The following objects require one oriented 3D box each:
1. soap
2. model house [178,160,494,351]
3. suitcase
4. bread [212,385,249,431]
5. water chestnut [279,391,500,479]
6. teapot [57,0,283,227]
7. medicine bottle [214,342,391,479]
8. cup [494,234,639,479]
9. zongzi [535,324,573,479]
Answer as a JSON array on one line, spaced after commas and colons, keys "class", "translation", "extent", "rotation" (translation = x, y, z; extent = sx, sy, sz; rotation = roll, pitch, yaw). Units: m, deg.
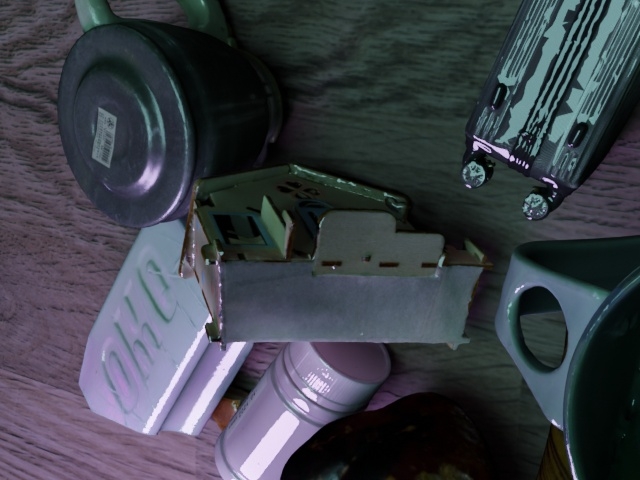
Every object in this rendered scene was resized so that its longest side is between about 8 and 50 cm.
[{"class": "soap", "translation": [-0.202, 0.122, 1.388], "extent": [0.208, 0.115, 0.347], "rotation": [55, 127, 34]}, {"class": "model house", "translation": [0.000, 0.000, 1.172], "extent": [0.244, 0.326, 0.169], "rotation": [-127, 43, -60]}, {"class": "suitcase", "translation": [0.257, -0.186, 0.975], "extent": [0.128, 0.202, 0.312], "rotation": [29, 115, 16]}, {"class": "bread", "translation": [-0.121, 0.234, 1.425], "extent": [0.109, 0.043, 0.062], "rotation": [53, 126, 15]}, {"class": "water chestnut", "translation": [0.090, 0.319, 1.179], "extent": [0.289, 0.244, 0.289], "rotation": [5, 100, 31]}, {"class": "teapot", "translation": [-0.193, -0.183, 1.268], "extent": [0.321, 0.239, 0.239], "rotation": [49, 129, 18]}, {"class": "medicine bottle", "translation": [-0.026, 0.215, 1.300], "extent": [0.133, 0.133, 0.249], "rotation": [46, 123, 18]}, {"class": "cup", "translation": [0.377, 0.082, 0.828], "extent": [0.401, 0.392, 0.310], "rotation": [50, 123, 15]}, {"class": "zongzi", "translation": [0.231, 0.305, 1.048], "extent": [0.403, 0.208, 0.432], "rotation": [-41, 51, 16]}]
